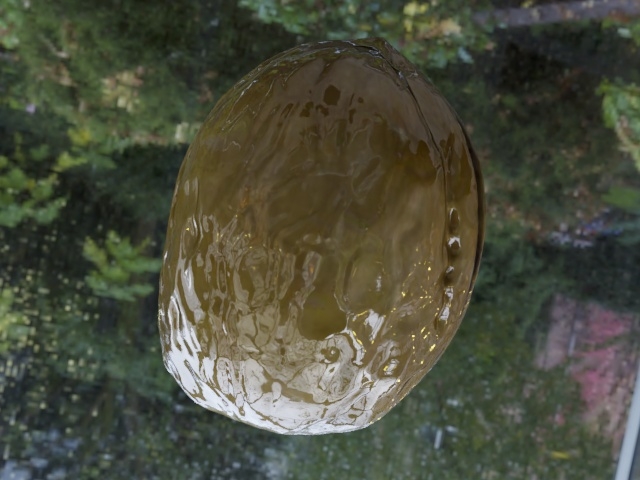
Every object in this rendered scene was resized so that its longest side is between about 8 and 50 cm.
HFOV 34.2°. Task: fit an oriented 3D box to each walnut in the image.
[{"bbox_3d":[0.000,0.000,0.448,0.144,0.180,0.144,20,-171,-3],"label":"walnut"}]
